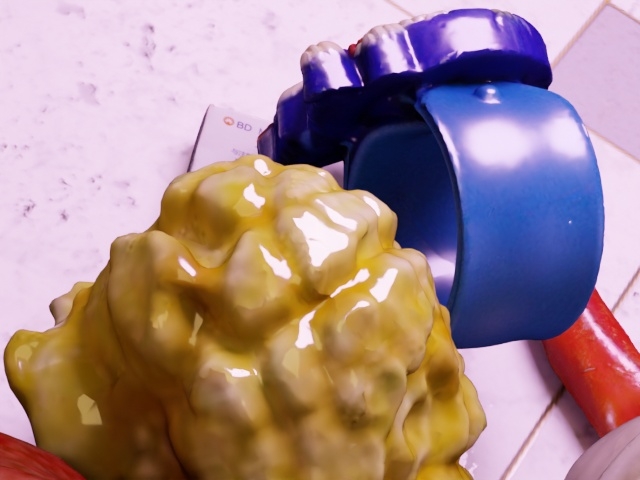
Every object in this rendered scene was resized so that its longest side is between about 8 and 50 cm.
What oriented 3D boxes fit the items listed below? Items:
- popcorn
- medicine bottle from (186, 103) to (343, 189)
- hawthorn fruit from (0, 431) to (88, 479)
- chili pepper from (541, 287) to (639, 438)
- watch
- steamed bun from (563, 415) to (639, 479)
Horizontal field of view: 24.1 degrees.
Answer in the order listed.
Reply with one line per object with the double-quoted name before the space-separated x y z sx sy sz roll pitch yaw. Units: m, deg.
"popcorn" -0.033 0.095 0.800 0.258 0.270 0.224 44 38 5
"medicine bottle" 0.000 0.000 1.012 0.201 0.052 0.171 15 50 -6
"hawthorn fruit" -0.188 0.232 0.619 0.325 0.308 0.308 -19 62 -34
"chili pepper" 0.183 0.069 1.013 0.063 0.071 0.272 -33 56 8
"watch" 0.073 -0.028 0.916 0.171 0.196 0.200 -11 75 -14
"steamed bun" 0.250 0.221 0.738 0.342 0.255 0.367 -37 58 -4
